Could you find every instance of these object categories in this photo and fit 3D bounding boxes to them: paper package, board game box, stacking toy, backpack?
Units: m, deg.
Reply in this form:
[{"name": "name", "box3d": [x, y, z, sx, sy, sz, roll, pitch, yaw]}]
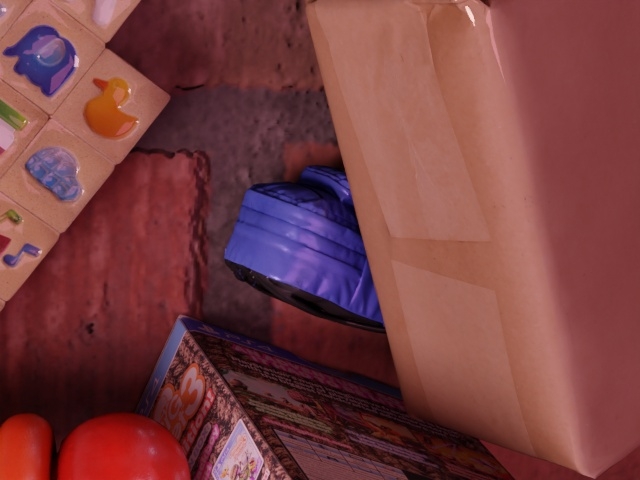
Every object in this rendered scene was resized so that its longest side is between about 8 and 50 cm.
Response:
[{"name": "paper package", "box3d": [0.178, -0.063, 1.272, 0.309, 0.168, 0.325, -30, 117, -33]}, {"name": "board game box", "box3d": [0.015, 0.195, 1.283, 0.232, 0.291, 0.141, 21, 102, -24]}, {"name": "stacking toy", "box3d": [-0.245, 0.153, 1.215, 0.330, 0.141, 0.141, 1, 109, -4]}, {"name": "backpack", "box3d": [0.000, 0.000, 1.315, 0.120, 0.098, 0.101, 17, 87, -34]}]

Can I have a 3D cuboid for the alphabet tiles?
[{"name": "alphabet tiles", "box3d": [-0.265, -0.081, 1.195, 0.285, 0.011, 0.342, 37, 94, -29]}]
